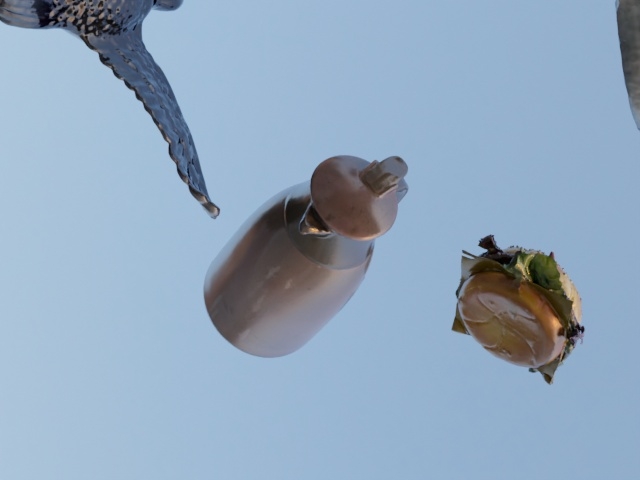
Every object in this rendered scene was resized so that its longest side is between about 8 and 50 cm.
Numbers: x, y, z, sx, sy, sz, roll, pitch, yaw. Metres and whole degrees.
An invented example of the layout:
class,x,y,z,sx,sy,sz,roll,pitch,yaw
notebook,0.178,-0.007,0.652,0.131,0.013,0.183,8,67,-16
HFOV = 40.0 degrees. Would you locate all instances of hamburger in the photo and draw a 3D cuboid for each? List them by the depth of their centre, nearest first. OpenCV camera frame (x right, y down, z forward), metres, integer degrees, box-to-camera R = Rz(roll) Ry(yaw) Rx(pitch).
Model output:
class,x,y,z,sx,sy,sz,roll,pitch,yaw
hamburger,0.233,0.071,1.017,0.164,0.093,0.190,35,-32,18

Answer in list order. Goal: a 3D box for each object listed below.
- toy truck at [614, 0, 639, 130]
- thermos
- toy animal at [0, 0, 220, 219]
class,x,y,z,sx,sy,sz,roll,pitch,yaw
toy truck,0.210,-0.163,0.382,0.173,0.207,0.388,-7,-68,24
thermos,0.000,0.000,0.669,0.105,0.137,0.193,55,-35,10
toy animal,-0.139,-0.180,0.609,0.197,0.160,0.273,-126,-134,-57
